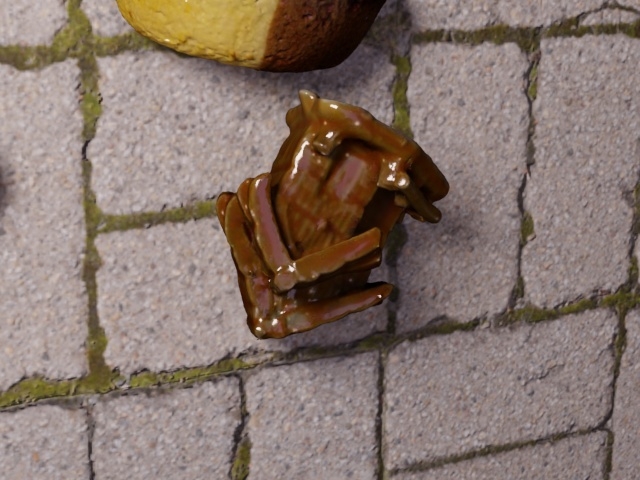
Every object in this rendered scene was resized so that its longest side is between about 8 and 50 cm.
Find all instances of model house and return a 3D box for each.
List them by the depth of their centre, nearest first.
[{"bbox_3d":[0.001,-0.002,1.140,0.220,0.199,0.229,28,88,-18],"label":"model house"}]

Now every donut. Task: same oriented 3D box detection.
[{"bbox_3d":[-0.047,-0.209,1.076,0.295,0.151,0.112,4,114,-28],"label":"donut"}]
